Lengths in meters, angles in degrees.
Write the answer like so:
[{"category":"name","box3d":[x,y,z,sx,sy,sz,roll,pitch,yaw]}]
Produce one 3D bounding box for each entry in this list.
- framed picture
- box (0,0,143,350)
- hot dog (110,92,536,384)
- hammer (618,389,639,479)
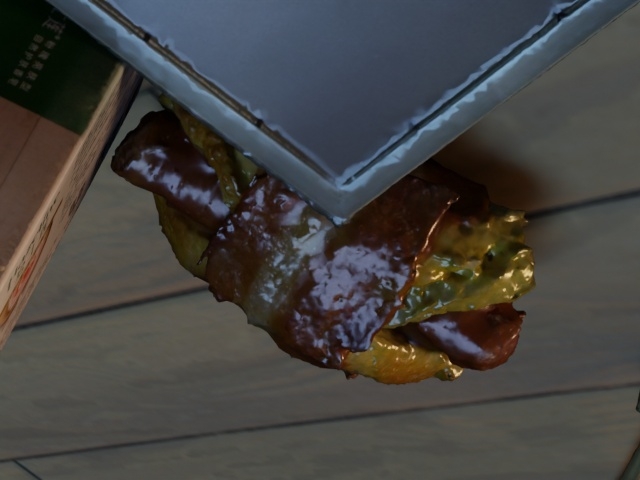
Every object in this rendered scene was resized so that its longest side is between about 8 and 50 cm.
[{"category":"framed picture","box3d":[-0.020,-0.136,0.647,0.274,0.017,0.217,39,128,-23]},{"category":"box","box3d":[-0.140,-0.040,0.754,0.081,0.199,0.135,24,151,-5]},{"category":"hot dog","box3d":[0.000,0.000,0.816,0.213,0.103,0.146,24,149,1]},{"category":"hammer","box3d":[0.191,0.121,0.957,0.060,0.028,0.195,13,152,5]}]
